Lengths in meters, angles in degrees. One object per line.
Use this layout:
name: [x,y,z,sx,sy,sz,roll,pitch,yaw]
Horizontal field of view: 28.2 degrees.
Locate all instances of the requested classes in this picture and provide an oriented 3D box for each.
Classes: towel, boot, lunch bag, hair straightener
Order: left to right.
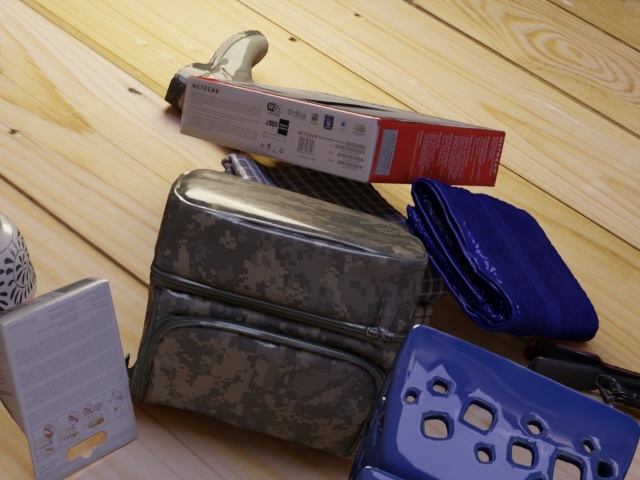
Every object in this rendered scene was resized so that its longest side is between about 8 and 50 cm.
boot: [-0.113,-0.223,1.956,0.161,0.083,0.246,36,42,10]
lunch bag: [-0.047,0.087,1.390,0.305,0.256,0.212,15,13,-6]
towel: [0.000,0.000,1.648,0.235,0.121,0.284,-5,41,-34]
towel: [0.236,0.038,1.660,0.308,0.076,0.228,11,44,-56]
hair straightener: [0.372,0.195,1.644,0.230,0.047,0.089,21,34,-7]

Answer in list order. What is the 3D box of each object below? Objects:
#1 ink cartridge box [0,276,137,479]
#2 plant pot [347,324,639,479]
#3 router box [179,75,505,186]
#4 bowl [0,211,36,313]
ink cartridge box: [-0.262,0.143,1.297,0.045,0.179,0.145,6,20,38]
plant pot: [0.130,0.256,1.158,0.236,0.236,0.212,24,42,6]
router box: [0.030,-0.148,1.742,0.335,0.082,0.301,17,11,37]
bowl: [-0.364,0.004,1.279,0.170,0.080,0.170,14,34,-10]
